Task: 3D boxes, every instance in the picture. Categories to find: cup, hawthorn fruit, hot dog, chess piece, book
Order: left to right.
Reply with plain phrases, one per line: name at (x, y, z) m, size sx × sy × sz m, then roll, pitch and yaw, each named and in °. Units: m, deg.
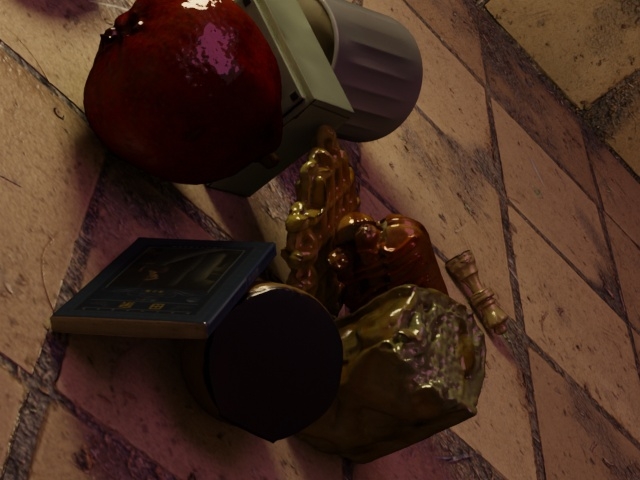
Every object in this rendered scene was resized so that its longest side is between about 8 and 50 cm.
book at (-0.180, 0.052, 1.615) m, size 0.269 × 0.190 × 0.025 m, roll -52°, pitch 140°, yaw -65°
hawthorn fruit at (-0.170, -0.190, 1.841) m, size 0.307 × 0.265 × 0.265 m, roll 46°, pitch 24°, yaw -33°
cup at (-0.017, -0.320, 2.357) m, size 0.322 × 0.237 × 0.327 m, roll 32°, pitch 14°, yaw 29°
hot dog at (0.108, 0.091, 1.978) m, size 0.349 × 0.158 × 0.117 m, roll 70°, pitch 36°, yaw -51°
chess piece at (0.302, 0.103, 2.551) m, size 0.172 × 0.060 × 0.060 m, roll 61°, pitch 25°, yaw 8°

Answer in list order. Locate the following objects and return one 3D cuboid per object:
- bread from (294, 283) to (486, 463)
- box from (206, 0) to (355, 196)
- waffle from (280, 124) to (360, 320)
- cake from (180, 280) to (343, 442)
bread at (0.082, 0.183, 1.830) m, size 0.196 × 0.252 × 0.238 m, roll 49°, pitch 29°, yaw -21°
box at (-0.105, -0.225, 2.035) m, size 0.117 × 0.225 × 0.225 m, roll 12°, pitch 47°, yaw -56°
waffle at (0.004, 0.000, 1.992) m, size 0.307 × 0.060 × 0.312 m, roll 76°, pitch 25°, yaw -49°
cake at (-0.089, 0.146, 1.685) m, size 0.207 × 0.178 × 0.185 m, roll -36°, pitch 104°, yaw -27°
